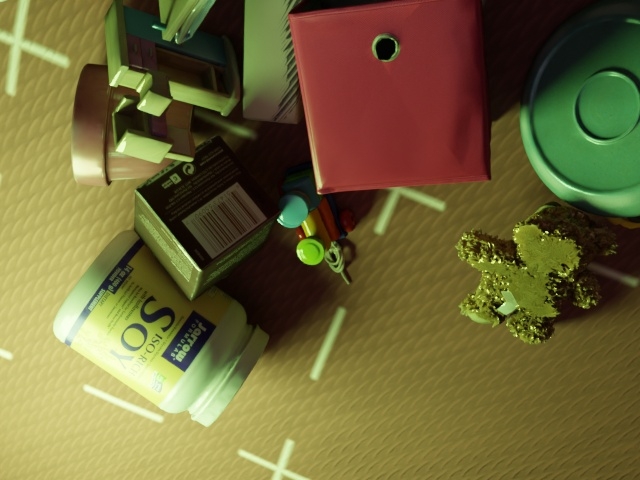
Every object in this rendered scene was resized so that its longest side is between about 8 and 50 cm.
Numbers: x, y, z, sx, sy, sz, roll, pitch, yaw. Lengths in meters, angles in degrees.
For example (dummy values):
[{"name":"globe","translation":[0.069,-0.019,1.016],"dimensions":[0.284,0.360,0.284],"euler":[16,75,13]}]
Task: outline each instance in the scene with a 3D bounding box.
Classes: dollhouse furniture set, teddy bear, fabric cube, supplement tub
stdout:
[{"name":"dollhouse furniture set","translation":[-0.149,-0.302,1.118],"dimensions":[0.198,0.287,0.303],"euler":[9,146,-35]},{"name":"teddy bear","translation":[0.348,0.051,1.303],"dimensions":[0.245,0.113,0.338],"euler":[12,141,21]},{"name":"fabric cube","translation":[0.115,-0.239,1.154],"dimensions":[0.254,0.259,0.258],"euler":[-3,115,13]},{"name":"supplement tub","translation":[-0.286,0.163,1.450],"dimensions":[0.331,0.241,0.241],"euler":[35,118,-5]}]

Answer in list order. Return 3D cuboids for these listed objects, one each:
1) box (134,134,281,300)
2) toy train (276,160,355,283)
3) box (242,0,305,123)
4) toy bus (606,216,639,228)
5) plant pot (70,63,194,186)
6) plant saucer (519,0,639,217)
[{"name":"box","translation":[-0.192,-0.032,1.307],"dimensions":[0.167,0.168,0.203],"euler":[50,158,5]},{"name":"toy train","translation":[0.000,0.000,1.360],"dimensions":[0.105,0.143,0.248],"euler":[-15,111,19]},{"name":"box","translation":[-0.063,-0.330,1.235],"dimensions":[0.094,0.113,0.275],"euler":[7,118,8]},{"name":"toy bus","translation":[0.558,-0.077,1.213],"dimensions":[0.220,0.149,0.211],"euler":[-36,119,27]},{"name":"plant pot","translation":[-0.307,-0.185,1.325],"dimensions":[0.180,0.201,0.201],"euler":[6,118,-8]},{"name":"plant saucer","translation":[0.415,-0.190,1.129],"dimensions":[0.317,0.043,0.318],"euler":[5,97,44]}]
